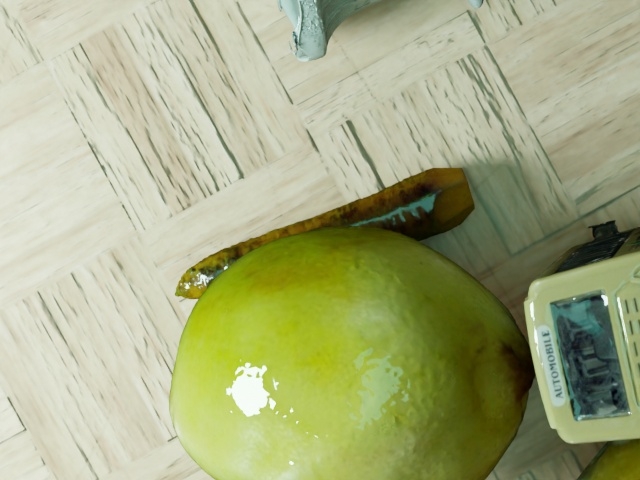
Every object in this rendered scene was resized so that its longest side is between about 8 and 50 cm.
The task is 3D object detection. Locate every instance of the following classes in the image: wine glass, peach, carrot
[{"bbox_3d":[0.051,-0.268,1.819,0.196,0.165,0.165,-11,92,-1],"label":"wine glass"},{"bbox_3d":[0.026,0.125,1.750,0.314,0.315,0.281,-44,130,-23],"label":"peach"},{"bbox_3d":[0.000,0.000,1.877,0.314,0.066,0.066,-19,92,3],"label":"carrot"}]

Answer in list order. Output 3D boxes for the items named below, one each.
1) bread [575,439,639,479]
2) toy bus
[{"bbox_3d":[0.315,0.344,1.802,0.264,0.239,0.395,38,95,4],"label":"bread"},{"bbox_3d":[0.300,0.072,1.727,0.202,0.365,0.177,-12,92,14],"label":"toy bus"}]
